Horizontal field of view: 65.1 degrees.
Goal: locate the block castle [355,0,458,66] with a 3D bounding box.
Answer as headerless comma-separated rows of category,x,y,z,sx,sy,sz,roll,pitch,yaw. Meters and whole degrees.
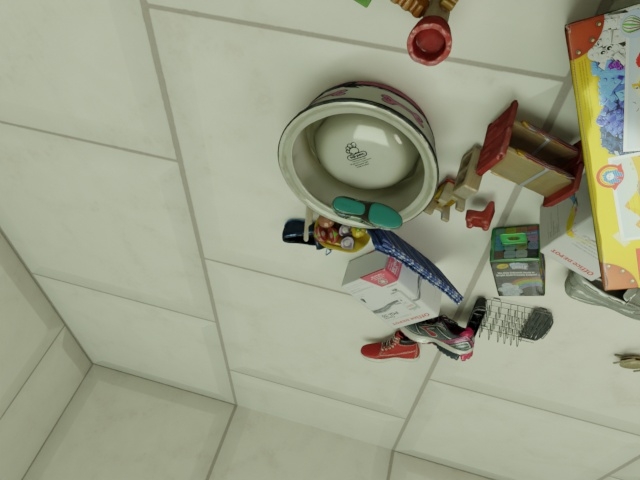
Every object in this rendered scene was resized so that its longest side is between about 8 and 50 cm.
block castle,0.101,-0.540,0.858,0.453,0.213,0.303,28,140,-10

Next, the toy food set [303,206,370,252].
toy food set,0.046,-0.037,1.529,0.217,0.128,0.071,11,176,9

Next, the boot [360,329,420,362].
boot,0.272,0.412,2.011,0.244,0.089,0.176,-3,136,14

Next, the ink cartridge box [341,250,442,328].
ink cartridge box,0.246,0.163,1.699,0.283,0.117,0.207,40,137,-23

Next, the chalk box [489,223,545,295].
chalk box,0.557,0.043,1.419,0.132,0.132,0.213,-3,135,27

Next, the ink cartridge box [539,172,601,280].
ink cartridge box,0.682,-0.050,1.223,0.171,0.168,0.233,29,140,-10

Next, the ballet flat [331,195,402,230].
ballet flat,0.120,-0.069,1.298,0.188,0.070,0.070,20,141,3

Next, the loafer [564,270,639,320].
loafer,0.872,0.150,1.426,0.319,0.112,0.112,11,149,11

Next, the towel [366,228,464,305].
towel,0.258,0.048,1.475,0.336,0.243,0.040,35,104,-22

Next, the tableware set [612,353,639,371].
tableware set,1.099,0.393,1.677,0.128,0.039,0.194,22,149,-22

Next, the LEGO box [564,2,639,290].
LEGO box,0.674,-0.189,0.894,0.372,0.193,0.501,-9,108,29

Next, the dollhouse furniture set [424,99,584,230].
dollhouse furniture set,0.445,-0.155,1.252,0.201,0.152,0.374,25,158,-7

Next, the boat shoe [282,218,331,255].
boat shoe,0.000,0.000,1.633,0.258,0.089,0.109,4,139,19

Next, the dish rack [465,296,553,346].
dish rack,0.643,0.290,1.717,0.271,0.074,0.208,11,141,10

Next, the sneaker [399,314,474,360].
sneaker,0.411,0.310,1.789,0.299,0.120,0.112,19,123,33

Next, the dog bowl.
dog bowl,0.106,-0.221,1.282,0.407,0.151,0.408,12,141,10
